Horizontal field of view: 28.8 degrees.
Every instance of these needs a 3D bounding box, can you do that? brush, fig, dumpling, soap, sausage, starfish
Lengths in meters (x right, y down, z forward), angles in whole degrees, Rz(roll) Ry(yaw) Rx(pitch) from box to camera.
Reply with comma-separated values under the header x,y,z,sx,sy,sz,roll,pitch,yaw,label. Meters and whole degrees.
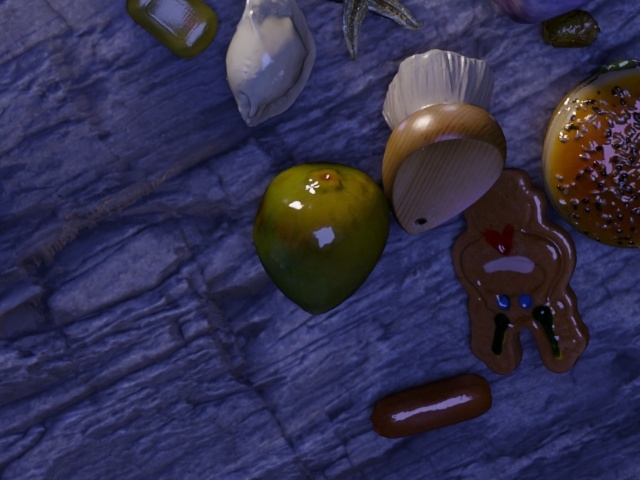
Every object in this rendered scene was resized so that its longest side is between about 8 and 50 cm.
x,y,z,sx,sy,sz,roll,pitch,yaw,label
0.164,-0.139,1.860,0.174,0.166,0.267,5,143,-18,brush
-0.007,-0.007,1.861,0.207,0.207,0.230,24,138,-8,fig
-0.067,-0.268,1.846,0.155,0.111,0.181,-18,148,-33,dumpling
-0.219,-0.335,1.844,0.140,0.045,0.089,39,94,-9,soap
0.175,0.265,1.985,0.197,0.076,0.076,-14,103,1,sausage
0.059,-0.355,1.853,0.208,0.053,0.176,12,99,-8,starfish

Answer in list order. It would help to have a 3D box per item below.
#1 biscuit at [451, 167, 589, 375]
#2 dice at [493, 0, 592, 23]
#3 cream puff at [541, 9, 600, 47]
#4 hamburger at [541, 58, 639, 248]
x,y,z,sx,sy,sz,roll,pitch,yaw,label
0.299,0.053,1.911,0.202,0.047,0.334,-2,106,32,biscuit
0.334,-0.476,1.735,0.271,0.270,0.270,-29,103,3,dice
0.376,-0.321,1.876,0.083,0.083,0.058,-9,76,38,cream puff
0.475,-0.132,1.868,0.300,0.176,0.300,-1,104,-4,hamburger
